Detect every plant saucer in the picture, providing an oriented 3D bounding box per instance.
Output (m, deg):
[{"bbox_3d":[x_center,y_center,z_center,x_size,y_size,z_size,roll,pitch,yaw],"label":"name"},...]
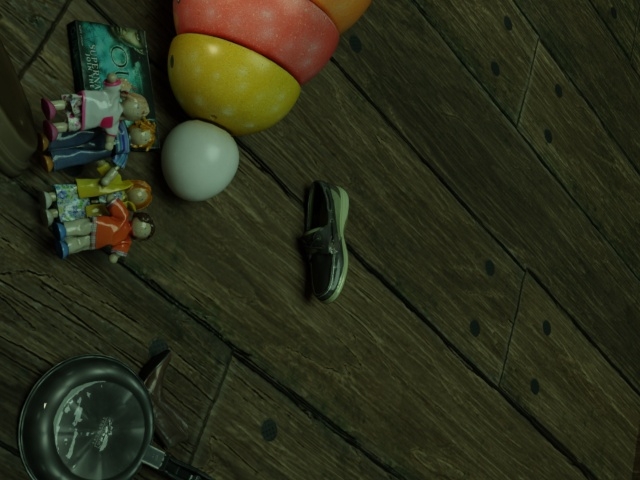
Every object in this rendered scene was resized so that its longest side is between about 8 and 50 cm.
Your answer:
[{"bbox_3d":[-0.408,-0.209,1.175,0.278,0.041,0.278,157,-90,-87],"label":"plant saucer"}]

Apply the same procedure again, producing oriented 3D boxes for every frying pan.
[{"bbox_3d":[-0.269,0.301,1.325,0.197,0.053,0.326,-47,114,-32],"label":"frying pan"}]

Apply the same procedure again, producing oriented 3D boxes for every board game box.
[{"bbox_3d":[-0.303,-0.225,1.442,0.126,0.026,0.186,-3,83,-48],"label":"board game box"}]

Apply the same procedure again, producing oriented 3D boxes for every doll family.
[{"bbox_3d":[-0.298,-0.105,1.329,0.163,0.118,0.263,-12,115,-31],"label":"doll family"}]

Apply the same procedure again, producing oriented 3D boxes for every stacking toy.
[{"bbox_3d":[-0.121,-0.286,1.498,0.351,0.351,0.479,30,75,-40],"label":"stacking toy"}]

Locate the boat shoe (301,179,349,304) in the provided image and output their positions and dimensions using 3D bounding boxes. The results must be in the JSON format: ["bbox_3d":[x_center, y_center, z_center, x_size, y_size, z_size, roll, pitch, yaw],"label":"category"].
[{"bbox_3d":[0.001,-0.001,1.688,0.073,0.080,0.223,25,58,-36],"label":"boat shoe"}]

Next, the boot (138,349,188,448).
[{"bbox_3d":[-0.219,0.231,1.415,0.114,0.037,0.106,50,62,-23],"label":"boot"}]
